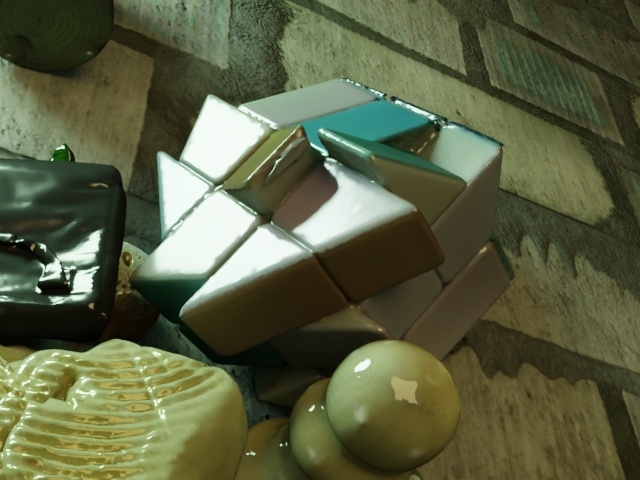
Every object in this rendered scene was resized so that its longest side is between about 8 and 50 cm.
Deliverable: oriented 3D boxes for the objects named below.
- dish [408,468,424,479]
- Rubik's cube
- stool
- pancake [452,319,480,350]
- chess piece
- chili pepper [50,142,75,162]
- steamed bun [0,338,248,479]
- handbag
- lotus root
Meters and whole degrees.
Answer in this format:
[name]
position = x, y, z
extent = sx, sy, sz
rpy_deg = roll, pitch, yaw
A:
[dish]
position = 0.098, 0.309, 1.039
extent = 0.091, 0.039, 0.137
rpy_deg = 36, 41, -5
[Rubik's cube]
position = 0.000, 0.000, 1.002
extent = 0.387, 0.368, 0.358
rpy_deg = 32, -16, 45
[stool]
position = -0.377, -0.384, 1.208
extent = 0.179, 0.179, 0.264
rpy_deg = 13, 47, -29
[pancake]
position = 0.102, 0.000, 1.307
extent = 0.382, 0.071, 0.382
rpy_deg = 19, 43, -19
[chess piece]
position = 0.018, 0.204, 0.873
extent = 0.167, 0.300, 0.167
rpy_deg = 22, 41, -21
[chili pepper]
position = -0.358, -0.069, 1.028
extent = 0.182, 0.050, 0.073
rpy_deg = -15, 57, -47
[steamed bun]
position = -0.226, 0.212, 0.757
extent = 0.276, 0.203, 0.289
rpy_deg = 28, 33, 27
[handbag]
position = -0.338, 0.006, 0.875
extent = 0.275, 0.088, 0.244
rpy_deg = 5, 38, -12
[lotus root]
position = -0.238, 0.054, 0.993
extent = 0.122, 0.081, 0.112
rpy_deg = 16, 38, -27
